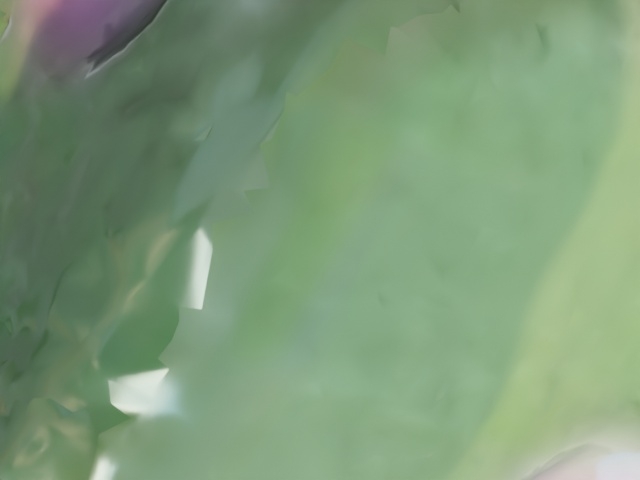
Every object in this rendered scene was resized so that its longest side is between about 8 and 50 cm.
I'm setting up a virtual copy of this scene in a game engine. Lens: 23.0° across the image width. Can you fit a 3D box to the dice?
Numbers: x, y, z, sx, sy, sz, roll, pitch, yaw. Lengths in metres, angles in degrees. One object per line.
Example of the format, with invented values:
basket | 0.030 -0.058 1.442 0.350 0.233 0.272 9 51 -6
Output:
dice | 0.000 0.000 0.538 0.322 0.318 0.330 24 102 -39
